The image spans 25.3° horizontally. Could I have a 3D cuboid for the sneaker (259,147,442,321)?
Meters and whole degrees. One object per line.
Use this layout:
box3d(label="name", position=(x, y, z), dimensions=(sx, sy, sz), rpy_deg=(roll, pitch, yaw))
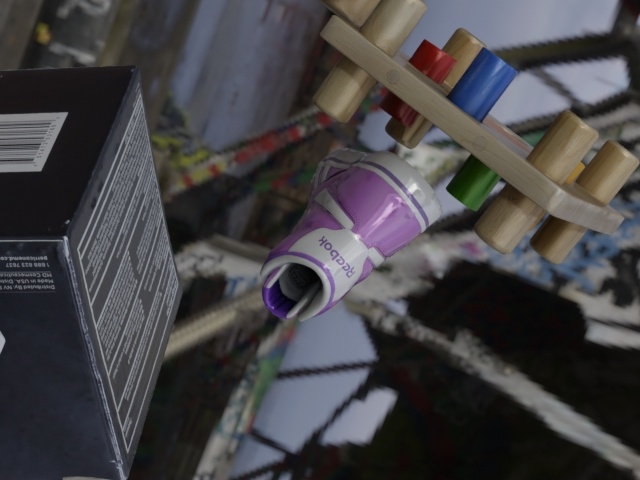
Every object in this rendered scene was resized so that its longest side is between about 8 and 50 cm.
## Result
box3d(label="sneaker", position=(-0.001, -0.001, 1.286), dimensions=(0.161, 0.102, 0.282), rpy_deg=(-43, -177, -8))

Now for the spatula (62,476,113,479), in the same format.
box3d(label="spatula", position=(-0.119, 0.193, 0.994), dimensions=(0.242, 0.168, 0.019), rpy_deg=(-19, -123, 59))

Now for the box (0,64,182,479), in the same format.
box3d(label="box", position=(-0.265, 0.031, 1.385), dimensions=(0.296, 0.183, 0.294), rpy_deg=(-79, 165, -53))

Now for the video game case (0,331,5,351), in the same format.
box3d(label="video game case", position=(-0.393, 0.025, 1.132), dimensions=(0.206, 0.227, 0.026), rpy_deg=(68, 29, -46))

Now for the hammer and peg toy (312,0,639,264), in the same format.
box3d(label="hammer and peg toy", position=(0.097, -0.126, 1.250), dimensions=(0.127, 0.361, 0.266), rpy_deg=(-54, 161, 11))
